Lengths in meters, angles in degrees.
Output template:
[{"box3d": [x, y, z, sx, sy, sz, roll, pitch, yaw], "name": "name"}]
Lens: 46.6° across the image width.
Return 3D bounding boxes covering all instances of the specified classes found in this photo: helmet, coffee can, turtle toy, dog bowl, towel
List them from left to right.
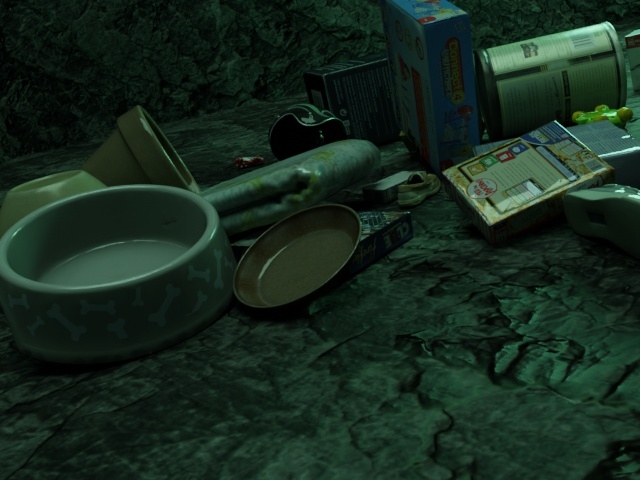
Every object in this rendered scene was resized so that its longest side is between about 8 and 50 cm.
[{"box3d": [-0.291, 0.028, 1.054, 0.349, 0.102, 0.348, -3, 30, 2], "name": "dog bowl"}, {"box3d": [-0.104, -0.077, 1.326, 0.375, 0.090, 0.320, -17, 11, 26], "name": "towel"}, {"box3d": [-0.038, -0.254, 1.804, 0.162, 0.169, 0.169, 21, 36, 36], "name": "helmet"}, {"box3d": [0.487, -0.338, 1.597, 0.276, 0.201, 0.201, -10, 17, 9], "name": "coffee can"}, {"box3d": [0.515, -0.209, 1.390, 0.130, 0.066, 0.095, -17, 17, -9], "name": "turtle toy"}]

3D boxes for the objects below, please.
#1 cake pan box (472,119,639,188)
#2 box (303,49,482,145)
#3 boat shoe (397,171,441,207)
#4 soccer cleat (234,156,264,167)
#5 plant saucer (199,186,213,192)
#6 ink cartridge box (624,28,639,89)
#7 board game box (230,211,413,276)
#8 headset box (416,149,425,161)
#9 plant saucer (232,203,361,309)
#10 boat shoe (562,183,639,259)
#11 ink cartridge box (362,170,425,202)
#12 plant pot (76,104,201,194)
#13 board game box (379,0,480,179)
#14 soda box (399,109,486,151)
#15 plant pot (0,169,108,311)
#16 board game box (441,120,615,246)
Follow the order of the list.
[{"box3d": [0.386, -0.125, 1.227, 0.246, 0.070, 0.267, -13, 17, 10], "name": "cake pan box"}, {"box3d": [0.185, -0.397, 2.000, 0.396, 0.211, 0.293, -16, 17, -6], "name": "box"}, {"box3d": [0.179, -0.100, 1.339, 0.050, 0.045, 0.135, -3, 20, 31], "name": "boat shoe"}, {"box3d": [-0.194, -0.214, 2.025, 0.083, 0.029, 0.035, -5, 10, 17], "name": "soccer cleat"}, {"box3d": [-0.291, -0.096, 1.728, 0.120, 0.021, 0.119, -12, 16, 4], "name": "plant saucer"}, {"box3d": [0.792, -0.444, 1.813, 0.056, 0.135, 0.099, -3, 19, 40], "name": "ink cartridge box"}, {"box3d": [0.000, 0.000, 1.163, 0.243, 0.042, 0.165, 3, 23, 43], "name": "board game box"}, {"box3d": [0.250, -0.195, 1.610, 0.083, 0.032, 0.062, -6, 18, 27], "name": "headset box"}, {"box3d": [-0.026, 0.028, 1.018, 0.199, 0.036, 0.198, -23, 33, 16], "name": "plant saucer"}, {"box3d": [0.387, -0.035, 0.913, 0.081, 0.079, 0.227, -21, 15, -8], "name": "boat shoe"}, {"box3d": [0.141, -0.102, 1.403, 0.115, 0.029, 0.063, -24, 20, -34], "name": "ink cartridge box"}, {"box3d": [-0.393, -0.108, 1.539, 0.229, 0.263, 0.263, -34, 18, -1], "name": "plant pot"}, {"box3d": [0.213, -0.324, 1.473, 0.086, 0.308, 0.302, -15, 32, -4], "name": "board game box"}, {"box3d": [0.274, -0.246, 1.675, 0.181, 0.058, 0.061, -1, 53, 37], "name": "soda box"}, {"box3d": [-0.454, -0.015, 1.311, 0.284, 0.190, 0.284, -13, 17, 4], "name": "plant pot"}, {"box3d": [0.295, -0.086, 1.071, 0.194, 0.045, 0.146, -24, 41, -4], "name": "board game box"}]
